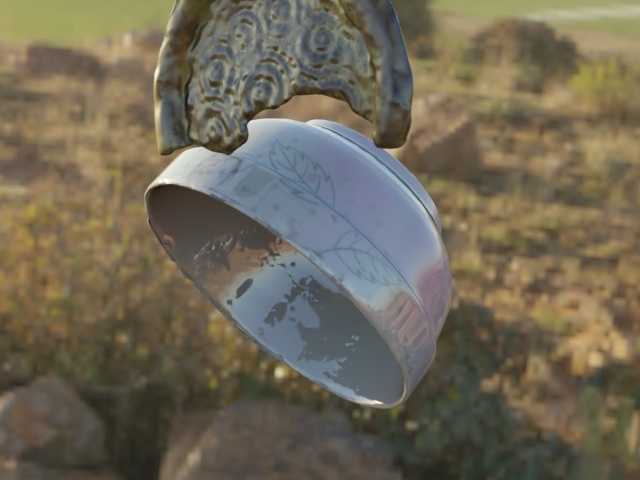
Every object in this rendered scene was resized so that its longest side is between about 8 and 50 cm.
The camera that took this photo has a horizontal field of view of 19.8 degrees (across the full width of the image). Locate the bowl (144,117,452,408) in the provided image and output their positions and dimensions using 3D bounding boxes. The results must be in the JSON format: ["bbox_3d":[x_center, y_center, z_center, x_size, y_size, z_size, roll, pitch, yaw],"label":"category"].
[{"bbox_3d":[0.000,0.000,1.575,0.287,0.287,0.144,18,61,44],"label":"bowl"}]

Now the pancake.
[{"bbox_3d":[-0.030,-0.096,1.074,0.020,0.190,0.184,-4,56,-51],"label":"pancake"}]
